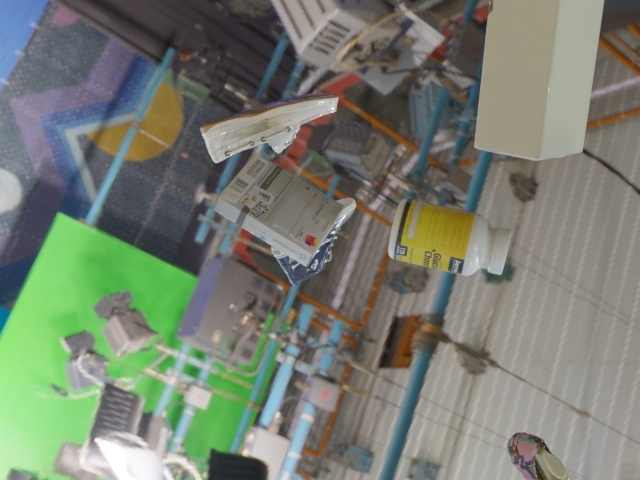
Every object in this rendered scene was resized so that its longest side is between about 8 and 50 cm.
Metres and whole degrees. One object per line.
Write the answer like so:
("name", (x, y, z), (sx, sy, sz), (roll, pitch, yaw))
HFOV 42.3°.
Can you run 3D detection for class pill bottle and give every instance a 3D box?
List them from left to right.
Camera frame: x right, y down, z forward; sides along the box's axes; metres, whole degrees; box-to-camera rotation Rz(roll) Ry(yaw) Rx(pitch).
("pill bottle", (0.208, -0.001, 1.337), (0.103, 0.184, 0.103), (13, 90, -79))

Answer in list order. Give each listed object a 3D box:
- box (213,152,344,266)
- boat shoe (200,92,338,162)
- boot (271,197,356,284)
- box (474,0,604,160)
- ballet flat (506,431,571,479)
("box", (-0.068, -0.056, 1.420), (0.145, 0.186, 0.038), (-57, 177, -45))
("boat shoe", (-0.091, -0.220, 1.627), (0.277, 0.096, 0.098), (-16, -165, -3))
("boot", (0.000, 0.000, 1.546), (0.190, 0.086, 0.069), (-34, -157, -18))
("box", (0.254, -0.236, 0.945), (0.094, 0.113, 0.275), (19, -69, 41))
("ballet flat", (0.404, 0.418, 1.439), (0.077, 0.221, 0.079), (-49, -154, -26))
